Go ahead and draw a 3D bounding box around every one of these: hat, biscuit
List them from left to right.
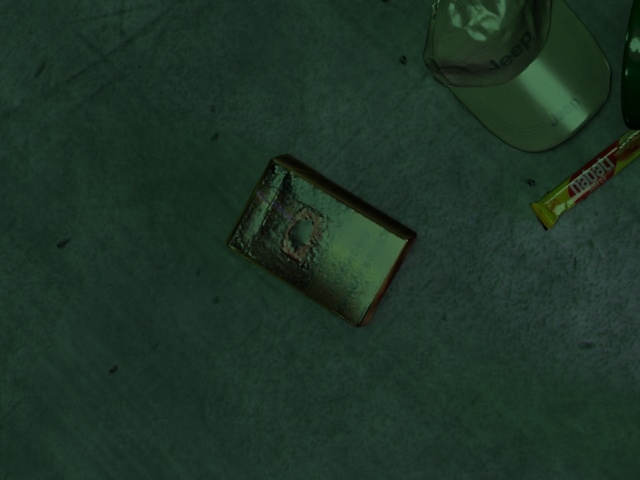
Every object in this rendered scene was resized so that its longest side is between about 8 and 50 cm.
[{"bbox_3d":[0.269,-0.254,1.841,0.214,0.149,0.245,-47,67,13],"label":"hat"},{"bbox_3d":[0.413,-0.119,1.850,0.292,0.026,0.048,-39,99,14],"label":"biscuit"}]

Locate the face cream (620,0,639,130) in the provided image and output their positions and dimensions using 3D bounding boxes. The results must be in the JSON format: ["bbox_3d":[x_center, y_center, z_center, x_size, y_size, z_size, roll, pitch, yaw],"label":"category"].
[{"bbox_3d":[0.568,-0.221,1.651,0.357,0.312,0.220,10,75,23],"label":"face cream"}]

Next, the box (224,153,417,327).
[{"bbox_3d":[0.000,0.000,1.958,0.240,0.071,0.159,32,102,13],"label":"box"}]
